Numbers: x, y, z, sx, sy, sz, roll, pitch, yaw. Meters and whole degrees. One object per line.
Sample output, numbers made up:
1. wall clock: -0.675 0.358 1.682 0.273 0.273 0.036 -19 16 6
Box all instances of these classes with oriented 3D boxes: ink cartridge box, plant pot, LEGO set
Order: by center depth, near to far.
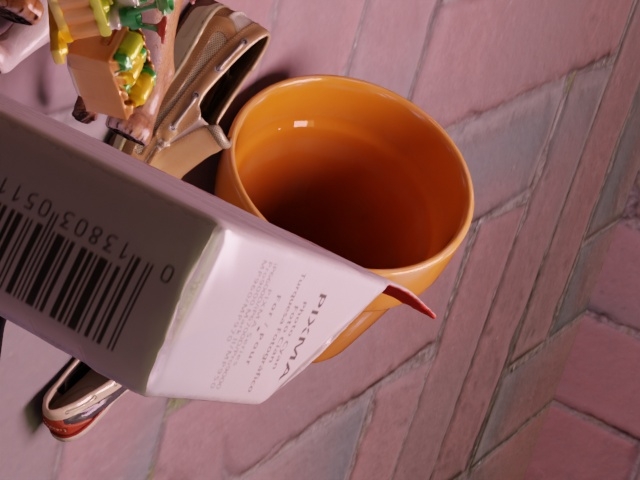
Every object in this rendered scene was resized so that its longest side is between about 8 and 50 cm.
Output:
1. LEGO set: -0.087 -0.180 0.788 0.132 0.107 0.287 -96 176 -65
2. ink cartridge box: -0.128 -0.009 0.966 0.091 0.308 0.385 -64 160 0
3. plant pot: 0.000 0.000 1.457 0.205 0.205 0.188 -45 167 -40

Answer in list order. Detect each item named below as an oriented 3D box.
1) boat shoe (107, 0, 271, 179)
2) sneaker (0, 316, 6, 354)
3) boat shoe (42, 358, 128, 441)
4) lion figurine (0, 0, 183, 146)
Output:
1. boat shoe: -0.098 -0.082 1.275 0.190 0.072 0.068 -64 159 0
2. sneaker: -0.244 0.059 1.061 0.234 0.097 0.084 -53 156 -27
3. boat shoe: -0.165 0.095 1.361 0.137 0.049 0.043 -48 152 -25
4. lion figurine: -0.133 -0.216 1.001 0.392 0.142 0.240 80 31 -78
